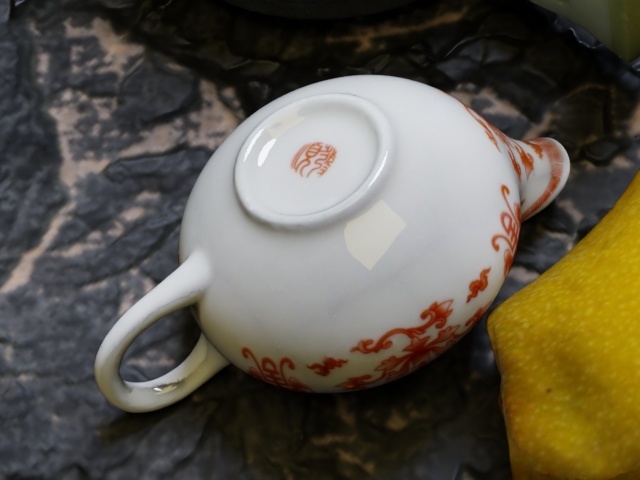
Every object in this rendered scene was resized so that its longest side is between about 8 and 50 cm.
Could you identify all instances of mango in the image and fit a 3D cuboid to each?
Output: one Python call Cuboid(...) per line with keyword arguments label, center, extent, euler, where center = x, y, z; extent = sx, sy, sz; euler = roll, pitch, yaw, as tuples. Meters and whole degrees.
Cuboid(label="mango", center=(0.222, -0.003, 0.633), extent=(0.359, 0.144, 0.187), euler=(-46, 51, -8))

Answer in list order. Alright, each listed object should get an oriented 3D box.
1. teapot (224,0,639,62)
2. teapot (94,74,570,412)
Cuboid(label="teapot", center=(0.011, -0.228, 0.696), extent=(0.239, 0.239, 0.322), euler=(-19, 67, -3))
Cuboid(label="teapot", center=(0.000, 0.000, 0.671), extent=(0.245, 0.116, 0.159), euler=(-29, 61, 4))
